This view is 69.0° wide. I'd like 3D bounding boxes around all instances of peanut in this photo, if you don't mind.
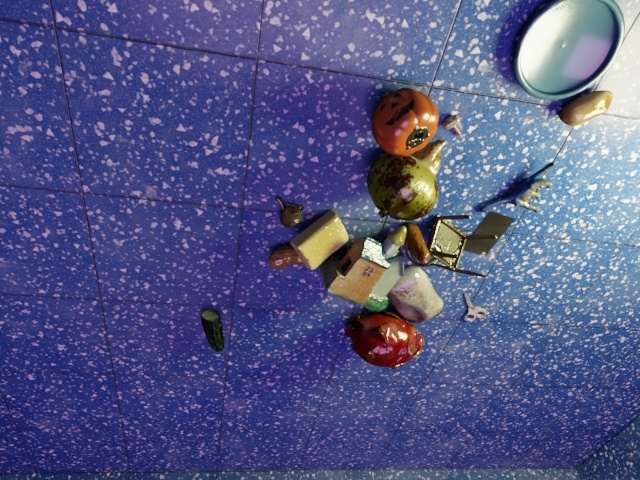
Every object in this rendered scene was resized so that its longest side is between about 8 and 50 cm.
[{"bbox_3d":[-0.096,0.054,1.664,0.192,0.089,0.089,-15,131,6],"label":"peanut"},{"bbox_3d":[0.794,-0.396,1.389,0.152,0.076,0.076,-25,129,17],"label":"peanut"}]

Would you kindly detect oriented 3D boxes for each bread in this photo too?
[{"bbox_3d":[0.001,-0.001,1.592,0.188,0.068,0.126,-40,129,-15],"label":"bread"}]

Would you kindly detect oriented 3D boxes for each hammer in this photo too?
[{"bbox_3d":[0.409,-0.345,1.419,0.052,0.031,0.083,-31,138,23],"label":"hammer"}]

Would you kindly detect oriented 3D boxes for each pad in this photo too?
[{"bbox_3d":[0.625,-0.023,1.736,0.116,0.004,0.193,13,128,-17],"label":"pad"}]

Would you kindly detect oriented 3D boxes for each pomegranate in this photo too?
[{"bbox_3d":[0.281,-0.185,1.420,0.276,0.204,0.222,-29,135,19],"label":"pomegranate"}]

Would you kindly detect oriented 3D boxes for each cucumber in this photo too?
[{"bbox_3d":[-0.439,0.378,1.916,0.074,0.075,0.242,-3,132,-4],"label":"cucumber"}]

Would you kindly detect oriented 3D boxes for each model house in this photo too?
[{"bbox_3d":[0.188,0.055,1.655,0.267,0.194,0.325,25,114,-28],"label":"model house"}]

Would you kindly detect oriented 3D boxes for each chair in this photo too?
[{"bbox_3d":[0.451,0.015,1.658,0.188,0.167,0.272,30,164,-29],"label":"chair"}]

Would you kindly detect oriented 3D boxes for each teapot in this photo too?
[{"bbox_3d":[-0.109,-0.102,1.559,0.110,0.085,0.080,48,140,-6],"label":"teapot"}]

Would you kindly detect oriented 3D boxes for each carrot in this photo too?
[{"bbox_3d":[0.331,0.009,1.611,0.060,0.186,0.060,-8,136,-7],"label":"carrot"}]

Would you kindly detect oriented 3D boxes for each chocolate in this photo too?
[{"bbox_3d":[0.372,0.233,1.874,0.185,0.101,0.303,-26,126,19],"label":"chocolate"}]

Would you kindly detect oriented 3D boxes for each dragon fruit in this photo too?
[{"bbox_3d":[0.260,0.409,1.924,0.314,0.250,0.250,33,123,-3],"label":"dragon fruit"}]

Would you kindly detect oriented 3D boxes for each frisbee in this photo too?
[{"bbox_3d":[0.669,-0.529,1.271,0.289,0.049,0.290,-1,130,-1],"label":"frisbee"}]

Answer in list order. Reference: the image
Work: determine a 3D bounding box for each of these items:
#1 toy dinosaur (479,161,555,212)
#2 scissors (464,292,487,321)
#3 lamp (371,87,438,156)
[{"bbox_3d":[0.666,-0.178,1.569,0.188,0.075,0.248,7,136,-3],"label":"toy dinosaur"},{"bbox_3d":[0.648,0.284,1.999,0.100,0.015,0.189,-23,128,16],"label":"scissors"},{"bbox_3d":[0.232,-0.339,1.317,0.187,0.164,0.188,-22,149,-13],"label":"lamp"}]
